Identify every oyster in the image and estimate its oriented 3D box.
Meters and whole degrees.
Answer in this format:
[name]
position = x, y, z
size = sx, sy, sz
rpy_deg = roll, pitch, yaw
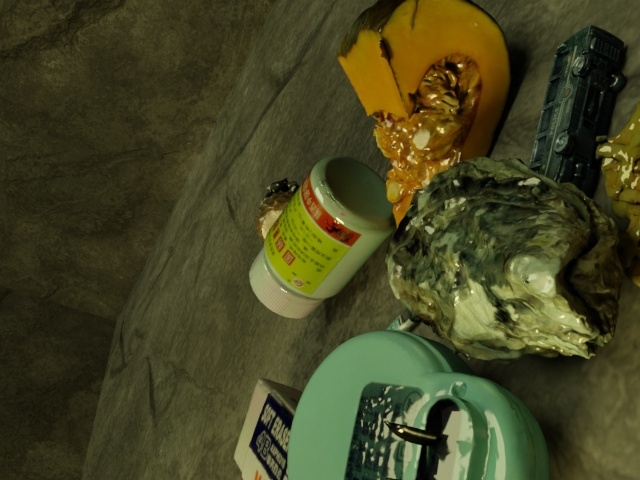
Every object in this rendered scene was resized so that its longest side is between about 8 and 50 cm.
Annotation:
[oyster]
position = 0.142, 0.016, 0.570
size = 0.158, 0.162, 0.351
rpy_deg = -24, 5, -3

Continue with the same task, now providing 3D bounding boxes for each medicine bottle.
[medicine bottle]
position = 0.000, 0.000, 0.980
size = 0.225, 0.139, 0.139
rpy_deg = -52, 26, 39

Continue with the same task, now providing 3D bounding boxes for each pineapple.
[pineapple]
position = -0.068, -0.052, 1.269
size = 0.119, 0.111, 0.237
rpy_deg = -31, 18, 7

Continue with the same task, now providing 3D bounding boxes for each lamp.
[lamp]
position = 0.072, 0.183, 0.598
size = 0.284, 0.147, 0.210
rpy_deg = 153, 130, -68

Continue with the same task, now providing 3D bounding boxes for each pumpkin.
[pumpkin]
position = 0.100, -0.154, 0.805
size = 0.281, 0.190, 0.139
rpy_deg = -69, 21, 2

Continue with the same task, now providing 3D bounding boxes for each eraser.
[eraser]
position = -0.030, 0.275, 0.860
size = 0.287, 0.086, 0.130
rpy_deg = 12, 82, 70

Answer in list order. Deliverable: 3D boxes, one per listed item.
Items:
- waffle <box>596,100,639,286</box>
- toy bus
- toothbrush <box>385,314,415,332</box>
[waffle]
position = 0.285, -0.053, 0.434
size = 0.245, 0.052, 0.254
rpy_deg = -53, 26, 40
[toy bus]
position = 0.232, -0.111, 0.635
size = 0.065, 0.047, 0.166
rpy_deg = 163, 125, -70
[toothbrush]
position = 0.145, 0.028, 0.755
size = 0.263, 0.022, 0.026
rpy_deg = -55, 36, 33
